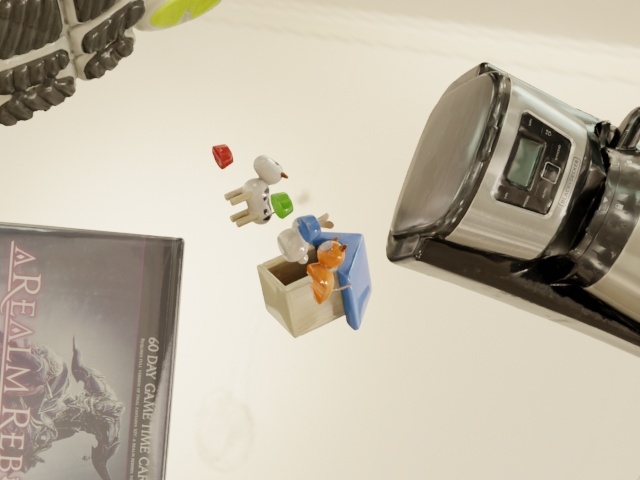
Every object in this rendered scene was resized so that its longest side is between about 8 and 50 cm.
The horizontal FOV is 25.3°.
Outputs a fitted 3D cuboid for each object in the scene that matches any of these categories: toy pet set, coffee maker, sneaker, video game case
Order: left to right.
[{"bbox_3d":[-0.215,0.084,0.747,0.274,0.196,0.026,5,0,-3],"label":"video game case"},{"bbox_3d":[-0.113,-0.137,0.604,0.118,0.279,0.107,45,-37,24],"label":"sneaker"},{"bbox_3d":[0.000,0.000,0.834,0.122,0.065,0.114,42,-31,50],"label":"toy pet set"},{"bbox_3d":[0.128,0.000,0.724,0.178,0.120,0.171,22,-33,-8],"label":"coffee maker"}]

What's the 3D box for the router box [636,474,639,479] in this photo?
[{"bbox_3d":[0.344,0.325,1.210,0.242,0.081,0.309,8,-47,-6],"label":"router box"}]
